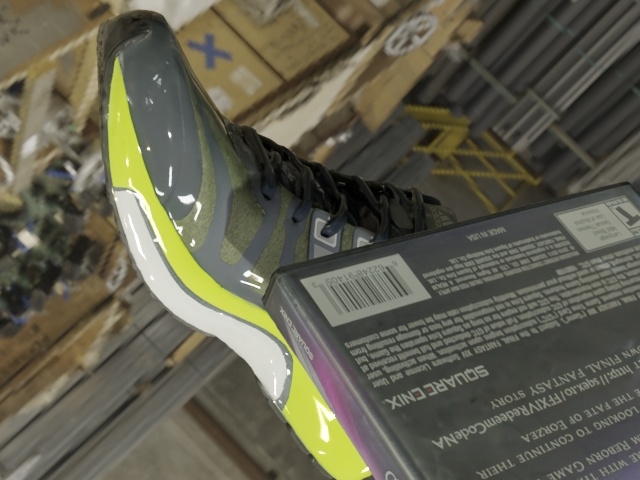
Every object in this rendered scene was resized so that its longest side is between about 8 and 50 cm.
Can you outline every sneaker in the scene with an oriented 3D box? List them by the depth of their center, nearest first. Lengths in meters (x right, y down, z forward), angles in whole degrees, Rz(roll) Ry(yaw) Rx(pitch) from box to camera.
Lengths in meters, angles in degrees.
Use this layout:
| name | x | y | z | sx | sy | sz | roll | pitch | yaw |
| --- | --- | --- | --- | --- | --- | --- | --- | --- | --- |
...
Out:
| name | x | y | z | sx | sy | sz | roll | pitch | yaw |
| --- | --- | --- | --- | --- | --- | --- | --- | --- | --- |
| sneaker | 0.000 | 0.000 | 0.505 | 0.121 | 0.300 | 0.111 | -27 | -136 | 11 |

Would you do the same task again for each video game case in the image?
| name | x | y | z | sx | sy | sz | roll | pitch | yaw |
| --- | --- | --- | --- | --- | --- | --- | --- | --- | --- |
| video game case | 0.128 | 0.093 | 0.378 | 0.196 | 0.274 | 0.026 | -13 | 144 | -33 |
